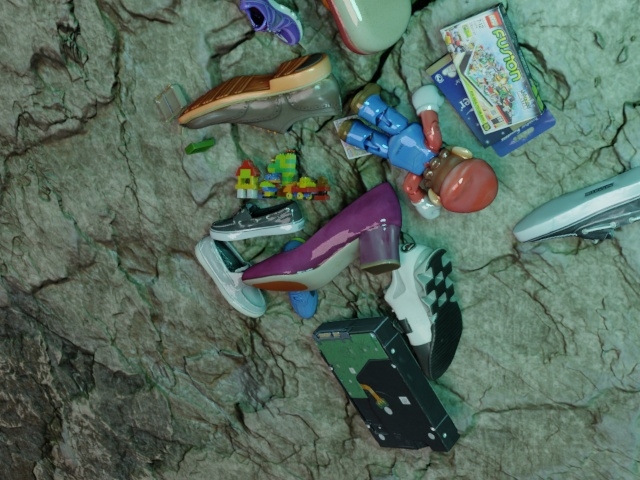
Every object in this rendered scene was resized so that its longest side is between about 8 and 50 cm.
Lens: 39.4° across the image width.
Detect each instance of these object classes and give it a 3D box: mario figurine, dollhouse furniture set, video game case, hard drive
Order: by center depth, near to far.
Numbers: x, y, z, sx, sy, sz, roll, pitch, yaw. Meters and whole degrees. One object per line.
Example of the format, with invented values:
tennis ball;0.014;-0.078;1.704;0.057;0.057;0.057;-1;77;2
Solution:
mario figurine;0.202;-0.169;1.718;0.320;0.170;0.198;35;159;10
video game case;0.095;-0.215;1.790;0.122;0.011;0.087;-11;113;30
dollhouse furniture set;-0.290;-0.264;1.938;0.076;0.058;0.152;-33;82;43
hard drive;0.144;0.326;2.016;0.237;0.064;0.339;-14;114;52

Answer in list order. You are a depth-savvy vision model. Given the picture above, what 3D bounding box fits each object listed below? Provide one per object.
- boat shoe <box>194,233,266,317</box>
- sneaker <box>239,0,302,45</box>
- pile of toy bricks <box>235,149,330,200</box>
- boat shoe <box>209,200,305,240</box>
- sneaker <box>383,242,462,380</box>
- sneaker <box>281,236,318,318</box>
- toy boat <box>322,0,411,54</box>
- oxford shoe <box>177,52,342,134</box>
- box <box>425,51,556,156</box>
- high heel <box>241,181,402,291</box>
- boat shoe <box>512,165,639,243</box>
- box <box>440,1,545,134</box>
boat shoe;-0.196;0.079;2.062;0.227;0.079;0.081;51;131;-5
sneaker;-0.101;-0.415;1.693;0.068;0.071;0.170;-6;154;38
pile of toy bricks;-0.074;-0.139;1.875;0.212;0.118;0.105;4;93;42
boat shoe;-0.146;-0.050;1.965;0.228;0.080;0.076;-4;111;26
sneaker;0.210;0.144;1.900;0.146;0.122;0.331;15;127;39
sneaker;-0.055;0.098;2.006;0.069;0.082;0.209;5;122;21
toy boat;0.057;-0.447;1.611;0.151;0.151;0.231;6;126;58
oxford shoe;-0.126;-0.262;1.799;0.363;0.130;0.133;-10;120;30
box;0.315;-0.265;1.641;0.136;0.036;0.225;-33;102;36
high heel;0.000;0.000;1.880;0.377;0.181;0.127;-10;158;22
boat shoe;0.506;-0.043;1.645;0.301;0.108;0.102;-24;105;27
box;0.305;-0.302;1.578;0.114;0.036;0.207;-17;109;31
